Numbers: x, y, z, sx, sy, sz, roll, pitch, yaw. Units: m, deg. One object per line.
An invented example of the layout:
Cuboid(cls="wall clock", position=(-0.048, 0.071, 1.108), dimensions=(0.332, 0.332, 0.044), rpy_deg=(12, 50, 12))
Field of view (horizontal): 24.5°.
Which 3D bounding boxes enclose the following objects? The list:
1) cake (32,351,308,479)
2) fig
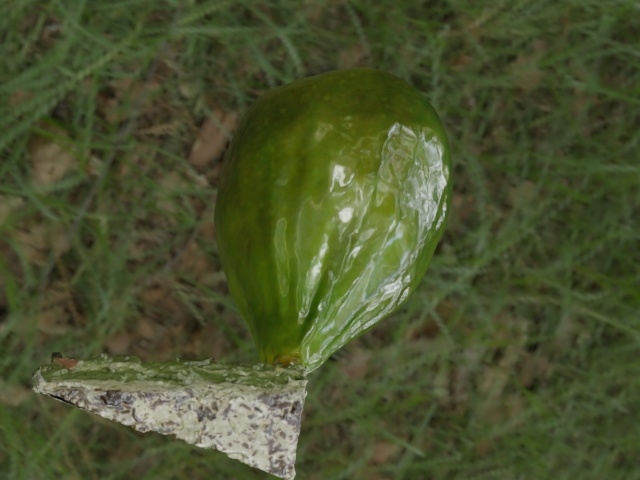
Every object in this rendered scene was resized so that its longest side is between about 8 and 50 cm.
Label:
Cuboid(cls="cake", position=(-0.069, 0.072, 0.725), dimensions=(0.140, 0.051, 0.055), rpy_deg=(20, 104, -14))
Cuboid(cls="fig", position=(0.010, -0.004, 1.021), dimensions=(0.167, 0.167, 0.234), rpy_deg=(20, 64, -46))
